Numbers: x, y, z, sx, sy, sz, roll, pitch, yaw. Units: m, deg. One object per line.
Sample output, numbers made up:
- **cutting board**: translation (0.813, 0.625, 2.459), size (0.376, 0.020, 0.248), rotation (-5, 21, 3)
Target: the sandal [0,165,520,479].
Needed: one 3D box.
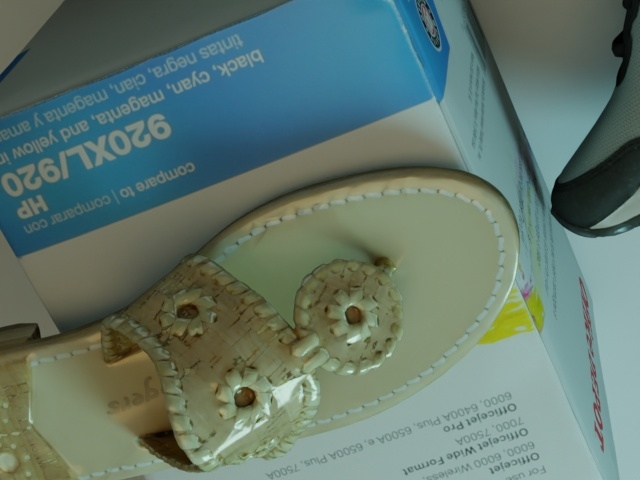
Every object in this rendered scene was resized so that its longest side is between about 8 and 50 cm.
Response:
- **sandal**: translation (-0.046, 0.054, 0.514), size (0.240, 0.079, 0.088), rotation (-19, 113, 16)

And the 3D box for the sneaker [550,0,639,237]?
- **sneaker**: translation (0.154, -0.124, 0.600), size (0.108, 0.100, 0.271), rotation (28, 110, 4)

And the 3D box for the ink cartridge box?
- **ink cartridge box**: translation (0.000, 0.000, 0.623), size (0.168, 0.171, 0.232), rotation (-20, 112, 15)
